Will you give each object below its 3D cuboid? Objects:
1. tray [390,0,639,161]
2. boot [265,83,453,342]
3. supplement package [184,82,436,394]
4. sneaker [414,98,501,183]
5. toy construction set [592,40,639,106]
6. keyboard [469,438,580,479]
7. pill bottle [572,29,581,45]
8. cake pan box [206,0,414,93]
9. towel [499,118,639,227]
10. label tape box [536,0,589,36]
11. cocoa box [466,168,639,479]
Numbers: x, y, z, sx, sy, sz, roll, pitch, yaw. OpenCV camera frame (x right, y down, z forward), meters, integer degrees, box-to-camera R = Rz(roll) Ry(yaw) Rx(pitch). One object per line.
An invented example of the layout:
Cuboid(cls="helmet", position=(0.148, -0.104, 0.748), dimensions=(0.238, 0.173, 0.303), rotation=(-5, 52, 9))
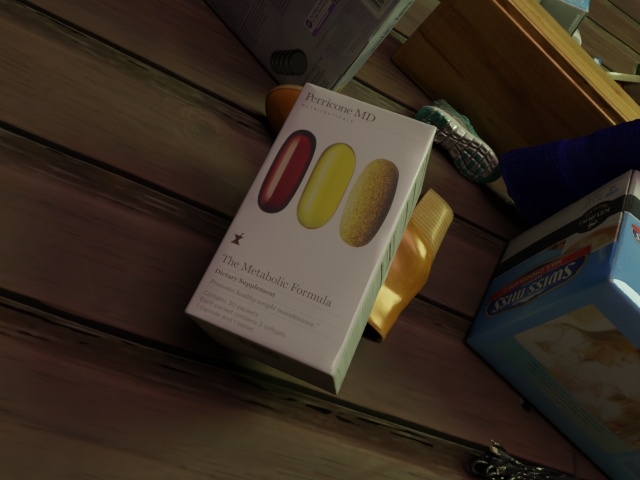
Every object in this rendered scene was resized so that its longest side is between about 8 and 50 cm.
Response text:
Cuboid(cls="tray", position=(0.327, -0.219, 0.944), dimensions=(0.411, 0.203, 0.076), rotation=(42, 50, -7))
Cuboid(cls="boot", position=(0.003, -0.037, 0.696), dimensions=(0.295, 0.104, 0.211), rotation=(38, 60, 3))
Cuboid(cls="supplement package", position=(0.000, 0.000, 0.571), dimensions=(0.139, 0.134, 0.244), rotation=(21, 71, 10))
Cuboid(cls="sneaker", position=(0.226, -0.162, 0.940), dimensions=(0.166, 0.065, 0.076), rotation=(44, 44, -8))
Cuboid(cls="toy construction set", position=(0.673, -0.257, 1.213), dimensions=(0.237, 0.258, 0.308), rotation=(-9, 90, -50))
Cuboid(cls="keyboard", position=(0.254, 0.350, 0.686), dimensions=(0.317, 0.033, 0.201), rotation=(22, 61, -23))
Cuboid(cls="pill bottle", position=(0.525, -0.464, 1.306), dimensions=(0.067, 0.067, 0.120), rotation=(19, 56, -24))
Cuboid(cls="cake pan box", position=(-0.019, -0.325, 0.731), dimensions=(0.246, 0.267, 0.070), rotation=(46, 51, 0))
Cuboid(cls="towel", position=(0.425, -0.059, 0.832), dimensions=(0.228, 0.308, 0.076), rotation=(43, 61, -24))
Cuboid(cls="label tape box", position=(0.368, -0.540, 1.204), dimensions=(0.334, 0.106, 0.240), rotation=(25, 51, 3))
Cuboid(cls="cocoa box", position=(0.414, 0.135, 0.780), dimensions=(0.347, 0.231, 0.228), rotation=(43, 50, -6))
